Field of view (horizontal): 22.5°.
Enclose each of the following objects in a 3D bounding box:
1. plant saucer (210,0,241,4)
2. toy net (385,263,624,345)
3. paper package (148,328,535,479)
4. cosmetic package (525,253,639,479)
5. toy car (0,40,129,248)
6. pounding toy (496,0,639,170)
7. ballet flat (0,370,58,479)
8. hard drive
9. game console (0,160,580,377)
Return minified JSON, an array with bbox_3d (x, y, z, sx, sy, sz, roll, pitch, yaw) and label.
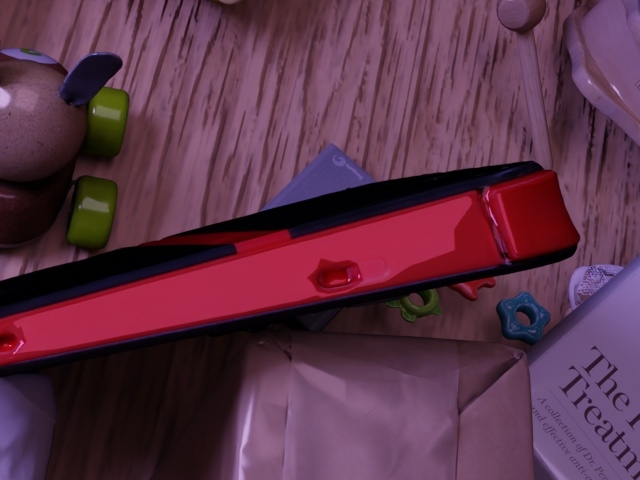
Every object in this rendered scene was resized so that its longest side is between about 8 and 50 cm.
[{"bbox_3d":[-0.133,-0.364,1.311,0.333,0.081,0.333,34,59,0],"label":"plant saucer"},{"bbox_3d":[0.159,0.059,1.216,0.232,0.045,0.122,-15,68,-26],"label":"toy net"},{"bbox_3d":[-0.007,0.241,0.906,0.168,0.325,0.309,9,63,-12],"label":"paper package"},{"bbox_3d":[0.307,0.191,1.143,0.284,0.097,0.377,-37,87,-32],"label":"cosmetic package"},{"bbox_3d":[-0.202,-0.093,1.090,0.155,0.188,0.149,10,62,-13],"label":"toy car"},{"bbox_3d":[0.255,-0.124,1.322,0.269,0.155,0.154,41,31,-5],"label":"pounding toy"},{"bbox_3d":[-0.354,0.146,0.969,0.400,0.139,0.139,-3,66,-21],"label":"ballet flat"},{"bbox_3d":[0.000,0.000,1.205,0.094,0.022,0.135,42,60,5],"label":"hard drive"},{"bbox_3d":[-0.060,0.023,0.960,0.342,0.386,0.060,-16,93,-15],"label":"game console"}]
